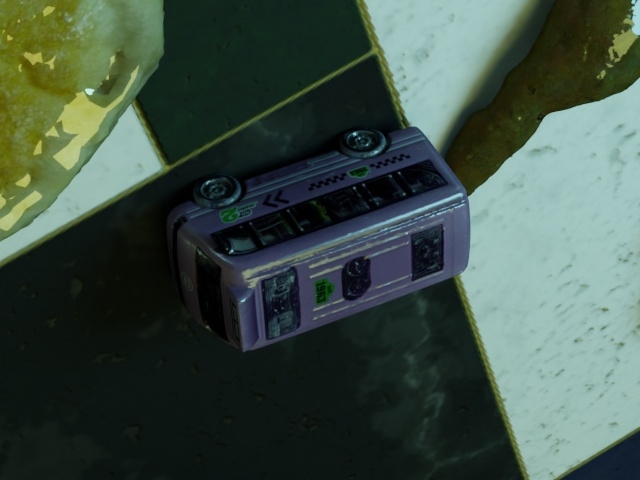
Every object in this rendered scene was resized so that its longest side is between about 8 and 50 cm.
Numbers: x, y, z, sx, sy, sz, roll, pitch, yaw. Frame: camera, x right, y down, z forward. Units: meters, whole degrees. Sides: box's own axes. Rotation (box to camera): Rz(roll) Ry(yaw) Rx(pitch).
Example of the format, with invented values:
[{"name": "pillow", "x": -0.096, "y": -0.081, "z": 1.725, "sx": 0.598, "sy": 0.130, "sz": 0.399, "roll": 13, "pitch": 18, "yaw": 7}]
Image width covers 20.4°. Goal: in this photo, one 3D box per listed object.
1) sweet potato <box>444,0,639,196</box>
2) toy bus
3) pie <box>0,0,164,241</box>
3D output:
[{"name": "sweet potato", "x": 0.166, "y": -0.118, "z": 1.131, "sx": 0.269, "sy": 0.075, "sz": 0.075, "roll": -47, "pitch": 135, "yaw": 15}, {"name": "toy bus", "x": 0.000, "y": 0.000, "z": 1.104, "sx": 0.178, "sy": 0.098, "sz": 0.087, "roll": -19, "pitch": 134, "yaw": -17}, {"name": "pie", "x": -0.241, "y": -0.099, "z": 0.891, "sx": 0.339, "sy": 0.077, "sz": 0.339, "roll": -20, "pitch": 134, "yaw": -22}]
